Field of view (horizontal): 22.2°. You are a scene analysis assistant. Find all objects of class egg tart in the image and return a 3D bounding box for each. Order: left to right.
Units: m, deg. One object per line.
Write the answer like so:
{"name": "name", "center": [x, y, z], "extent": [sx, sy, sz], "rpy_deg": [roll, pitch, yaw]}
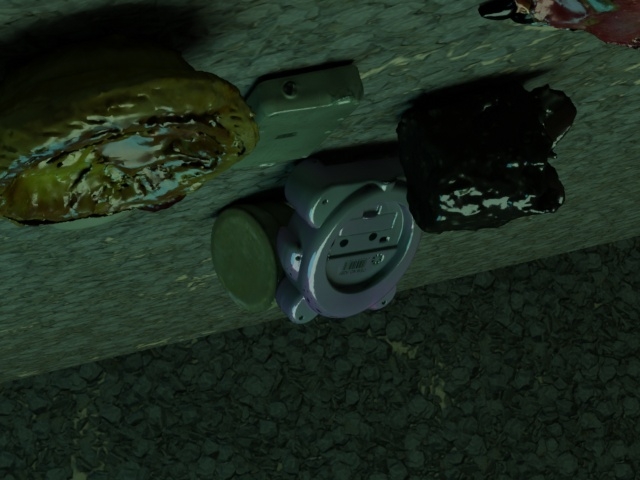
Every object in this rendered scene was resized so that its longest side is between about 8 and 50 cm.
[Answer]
{"name": "egg tart", "center": [-0.198, -0.104, 1.495], "extent": [0.290, 0.115, 0.290], "rpy_deg": [-13, 165, -4]}

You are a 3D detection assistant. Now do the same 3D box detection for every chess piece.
{"name": "chess piece", "center": [0.000, 0.000, 2.432], "extent": [0.299, 0.167, 0.167], "rpy_deg": [-14, 172, -38]}

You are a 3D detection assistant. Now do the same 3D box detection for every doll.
{"name": "doll", "center": [0.229, -0.240, 1.588], "extent": [0.091, 0.067, 0.219], "rpy_deg": [-18, 177, 28]}

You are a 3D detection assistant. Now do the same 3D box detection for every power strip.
{"name": "power strip", "center": [-0.039, -0.136, 1.838], "extent": [0.118, 0.046, 0.270], "rpy_deg": [-10, 171, -18]}

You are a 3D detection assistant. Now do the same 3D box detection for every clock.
{"name": "clock", "center": [0.044, -0.004, 2.261], "extent": [0.227, 0.090, 0.248], "rpy_deg": [-9, 129, -33]}

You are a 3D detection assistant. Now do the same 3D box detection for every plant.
{"name": "plant", "center": [0.217, -0.102, 2.053], "extent": [0.234, 0.178, 0.204], "rpy_deg": [-7, 168, -15]}

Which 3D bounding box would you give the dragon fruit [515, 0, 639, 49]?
{"name": "dragon fruit", "center": [0.211, -0.230, 1.306], "extent": [0.126, 0.161, 0.274], "rpy_deg": [-15, 173, -13]}

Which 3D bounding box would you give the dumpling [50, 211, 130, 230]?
{"name": "dumpling", "center": [-0.255, -0.063, 1.826], "extent": [0.176, 0.092, 0.150], "rpy_deg": [-21, -175, 3]}

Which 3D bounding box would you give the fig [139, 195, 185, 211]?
{"name": "fig", "center": [-0.178, -0.106, 1.687], "extent": [0.119, 0.119, 0.153], "rpy_deg": [-17, -146, 10]}
